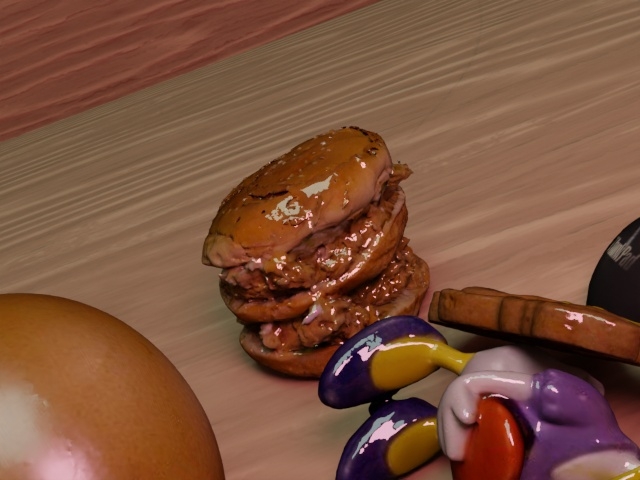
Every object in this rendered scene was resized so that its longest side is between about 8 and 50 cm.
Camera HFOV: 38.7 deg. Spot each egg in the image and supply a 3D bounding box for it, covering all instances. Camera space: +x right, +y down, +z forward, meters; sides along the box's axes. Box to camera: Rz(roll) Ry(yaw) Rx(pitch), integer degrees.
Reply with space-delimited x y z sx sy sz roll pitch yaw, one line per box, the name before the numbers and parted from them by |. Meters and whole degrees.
egg | -0.225 0.189 0.710 0.282 0.283 0.351 -35 41 -28

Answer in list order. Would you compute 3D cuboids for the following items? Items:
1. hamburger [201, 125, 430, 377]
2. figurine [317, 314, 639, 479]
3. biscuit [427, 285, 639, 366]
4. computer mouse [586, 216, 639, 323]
hamburger | 0.001 0.005 0.997 0.260 0.211 0.245 -33 23 -14
figurine | 0.176 0.155 0.659 0.193 0.154 0.421 -13 15 -31
biscuit | 0.194 0.072 0.782 0.295 0.186 0.044 5 77 63
computer mouse | 0.376 0.017 0.828 0.269 0.100 0.170 -2 34 32
